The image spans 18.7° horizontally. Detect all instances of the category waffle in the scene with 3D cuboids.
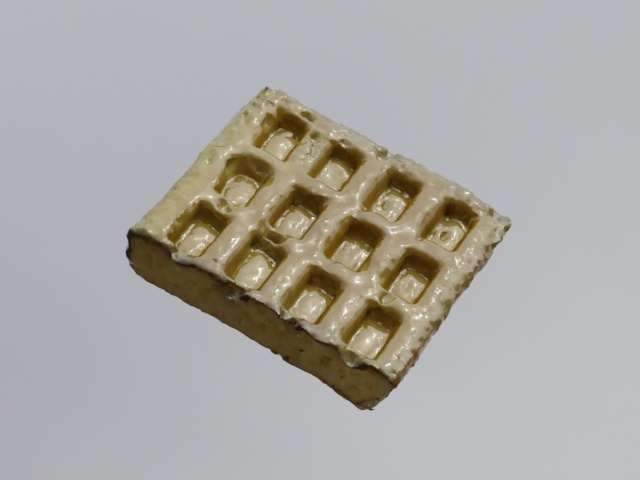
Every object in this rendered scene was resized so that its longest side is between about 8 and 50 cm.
[{"bbox_3d":[0.000,0.000,1.561,0.248,0.221,0.055,29,-42,12],"label":"waffle"}]
